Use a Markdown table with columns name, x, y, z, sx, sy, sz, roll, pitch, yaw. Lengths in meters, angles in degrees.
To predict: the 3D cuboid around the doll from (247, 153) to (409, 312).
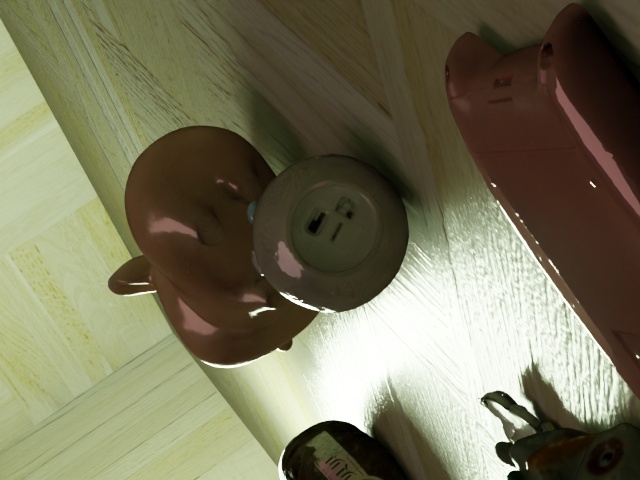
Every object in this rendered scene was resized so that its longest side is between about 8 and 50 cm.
| name | x | y | z | sx | sy | sz | roll | pitch | yaw |
| --- | --- | --- | --- | --- | --- | --- | --- | --- | --- |
| doll | 0.000 | 0.000 | 1.319 | 0.151 | 0.151 | 0.287 | 56 | 172 | 0 |

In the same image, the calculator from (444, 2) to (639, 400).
| name | x | y | z | sx | sy | sz | roll | pitch | yaw |
| --- | --- | --- | --- | --- | --- | --- | --- | --- | --- |
| calculator | 0.188 | 0.016 | 0.822 | 0.330 | 0.048 | 0.220 | 56 | 167 | -11 |

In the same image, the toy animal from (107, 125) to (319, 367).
| name | x | y | z | sx | sy | sz | roll | pitch | yaw |
| --- | --- | --- | --- | --- | --- | --- | --- | --- | --- |
| toy animal | -0.113 | 0.007 | 1.570 | 0.269 | 0.237 | 0.326 | 30 | 155 | 55 |

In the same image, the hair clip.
| name | x | y | z | sx | sy | sz | roll | pitch | yaw |
| --- | --- | --- | --- | --- | --- | --- | --- | --- | --- |
| hair clip | 0.211 | 0.211 | 1.264 | 0.172 | 0.049 | 0.116 | 44 | 159 | 54 |

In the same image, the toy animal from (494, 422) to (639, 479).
| name | x | y | z | sx | sy | sz | roll | pitch | yaw |
| --- | --- | --- | --- | --- | --- | --- | --- | --- | --- |
| toy animal | 0.229 | 0.194 | 1.071 | 0.236 | 0.138 | 0.108 | -25 | 59 | 56 |

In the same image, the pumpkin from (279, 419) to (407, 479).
| name | x | y | z | sx | sy | sz | roll | pitch | yaw |
| --- | --- | --- | --- | --- | --- | --- | --- | --- | --- |
| pumpkin | 0.035 | 0.408 | 2.150 | 0.260 | 0.189 | 0.260 | 54 | 169 | 15 |
